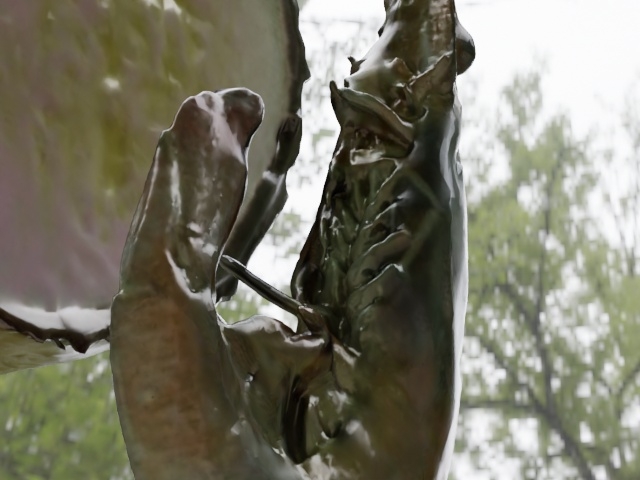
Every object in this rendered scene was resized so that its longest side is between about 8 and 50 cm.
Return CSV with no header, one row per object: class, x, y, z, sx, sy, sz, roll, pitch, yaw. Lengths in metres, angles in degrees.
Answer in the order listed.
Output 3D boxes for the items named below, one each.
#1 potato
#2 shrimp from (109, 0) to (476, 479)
potato,-0.162,-0.047,0.691,0.266,0.229,0.229,-12,-53,40
shrimp,0.002,0.000,0.539,0.052,0.251,0.143,-15,-38,33
